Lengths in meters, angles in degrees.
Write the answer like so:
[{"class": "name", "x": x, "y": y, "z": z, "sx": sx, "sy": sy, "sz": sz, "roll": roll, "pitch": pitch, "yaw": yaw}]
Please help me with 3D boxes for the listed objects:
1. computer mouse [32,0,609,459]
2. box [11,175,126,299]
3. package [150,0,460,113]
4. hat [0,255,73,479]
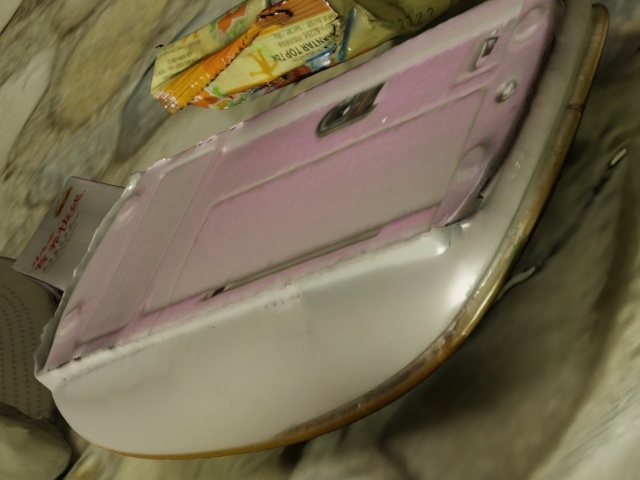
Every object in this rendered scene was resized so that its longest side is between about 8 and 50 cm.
[{"class": "computer mouse", "x": 0.000, "y": 0.000, "z": 0.607, "sx": 0.245, "sy": 0.056, "sz": 0.126, "roll": -24, "pitch": 36, "yaw": 49}, {"class": "box", "x": -0.080, "y": 0.005, "z": 0.774, "sx": 0.051, "sy": 0.036, "sz": 0.117, "roll": -58, "pitch": 23, "yaw": -7}, {"class": "package", "x": 0.011, "y": -0.076, "z": 0.654, "sx": 0.120, "sy": 0.031, "sz": 0.108, "roll": -24, "pitch": 4, "yaw": -37}, {"class": "hat", "x": -0.220, "y": 0.068, "z": 0.789, "sx": 0.214, "sy": 0.149, "sz": 0.245, "roll": -35, "pitch": 39, "yaw": 8}]
